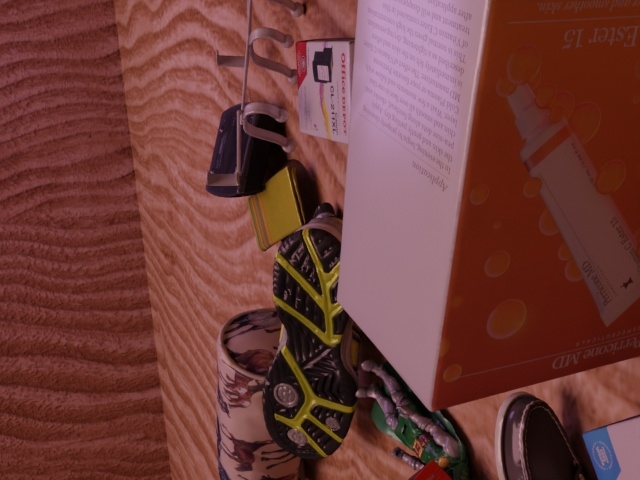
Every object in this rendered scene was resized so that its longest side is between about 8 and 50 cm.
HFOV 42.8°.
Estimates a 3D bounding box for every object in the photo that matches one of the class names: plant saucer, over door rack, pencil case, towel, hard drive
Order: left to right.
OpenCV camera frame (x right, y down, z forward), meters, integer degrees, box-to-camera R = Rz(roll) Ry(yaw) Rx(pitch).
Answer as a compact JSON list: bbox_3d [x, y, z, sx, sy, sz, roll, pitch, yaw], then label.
[{"bbox_3d":[-0.145,-0.158,1.471,0.254,0.054,0.172,-166,88,-69],"label":"hard drive"},{"bbox_3d":[-0.092,-0.237,1.233,0.324,0.108,0.239,142,133,-69],"label":"over door rack"},{"bbox_3d":[-0.090,0.309,1.426,0.160,0.183,0.410,-117,25,-48],"label":"pencil case"},{"bbox_3d":[-0.074,-0.049,1.375,0.237,0.021,0.102,152,104,-67],"label":"towel"},{"bbox_3d":[-0.048,-0.052,1.373,0.168,0.029,0.168,171,90,-67],"label":"plant saucer"}]

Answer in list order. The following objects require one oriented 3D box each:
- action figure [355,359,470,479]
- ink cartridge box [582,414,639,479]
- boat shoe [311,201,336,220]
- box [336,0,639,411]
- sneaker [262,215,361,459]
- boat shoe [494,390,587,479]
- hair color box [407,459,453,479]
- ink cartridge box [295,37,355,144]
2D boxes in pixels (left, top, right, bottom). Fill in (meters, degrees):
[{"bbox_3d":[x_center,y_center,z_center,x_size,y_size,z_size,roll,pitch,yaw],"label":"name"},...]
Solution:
[{"bbox_3d":[0.122,0.240,1.029,0.232,0.063,0.137,45,136,51],"label":"action figure"},{"bbox_3d":[0.281,0.169,0.594,0.180,0.060,0.104,128,130,-61],"label":"ink cartridge box"},{"bbox_3d":[0.000,0.000,1.257,0.142,0.049,0.040,109,164,-47],"label":"boat shoe"},{"bbox_3d":[0.150,-0.076,0.614,0.168,0.215,0.345,-131,38,-53],"label":"box"},{"bbox_3d":[0.008,0.147,1.185,0.147,0.145,0.385,-46,-33,-61],"label":"sneaker"},{"bbox_3d":[0.225,0.250,0.752,0.068,0.081,0.228,-11,96,66],"label":"boat shoe"},{"bbox_3d":[0.153,0.323,0.925,0.141,0.043,0.072,44,147,13],"label":"hair color box"},{"bbox_3d":[0.034,-0.195,1.049,0.175,0.072,0.127,-152,57,-64],"label":"ink cartridge box"}]
